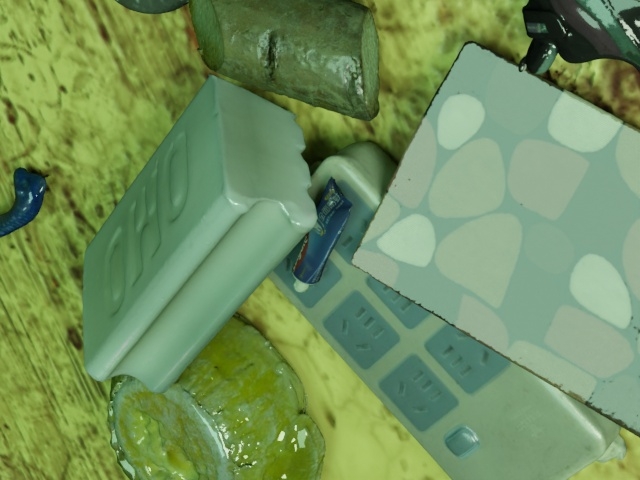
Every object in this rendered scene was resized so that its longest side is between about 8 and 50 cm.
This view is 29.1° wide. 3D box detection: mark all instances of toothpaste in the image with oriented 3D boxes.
[{"bbox_3d":[0.000,0.000,0.758,0.027,0.019,0.083,54,136,34],"label":"toothpaste"}]

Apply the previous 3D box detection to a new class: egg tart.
[{"bbox_3d":[-0.093,0.139,0.907,0.197,0.078,0.197,15,118,31],"label":"egg tart"}]

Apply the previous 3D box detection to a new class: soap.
[{"bbox_3d":[-0.085,-0.002,0.804,0.198,0.066,0.119,-48,39,37],"label":"soap"}]

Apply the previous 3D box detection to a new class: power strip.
[{"bbox_3d":[0.071,0.060,0.781,0.270,0.046,0.118,47,128,5],"label":"power strip"}]

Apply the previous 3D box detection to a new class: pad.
[{"bbox_3d":[0.147,0.007,0.697,0.235,0.003,0.158,31,112,12],"label":"pad"}]

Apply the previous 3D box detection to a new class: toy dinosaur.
[{"bbox_3d":[-0.296,0.048,1.007,0.188,0.075,0.248,11,112,21],"label":"toy dinosaur"}]

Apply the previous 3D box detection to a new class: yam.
[{"bbox_3d":[-0.024,-0.121,0.742,0.146,0.069,0.070,21,122,22],"label":"yam"}]

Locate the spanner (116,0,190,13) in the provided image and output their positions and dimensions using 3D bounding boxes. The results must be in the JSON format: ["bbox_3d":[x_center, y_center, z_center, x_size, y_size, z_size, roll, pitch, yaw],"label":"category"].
[{"bbox_3d":[-0.193,-0.267,0.814,0.325,0.026,0.093,44,129,11],"label":"spanner"}]

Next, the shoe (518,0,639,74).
[{"bbox_3d":[0.128,-0.128,0.641,0.169,0.071,0.099,27,127,16],"label":"shoe"}]
